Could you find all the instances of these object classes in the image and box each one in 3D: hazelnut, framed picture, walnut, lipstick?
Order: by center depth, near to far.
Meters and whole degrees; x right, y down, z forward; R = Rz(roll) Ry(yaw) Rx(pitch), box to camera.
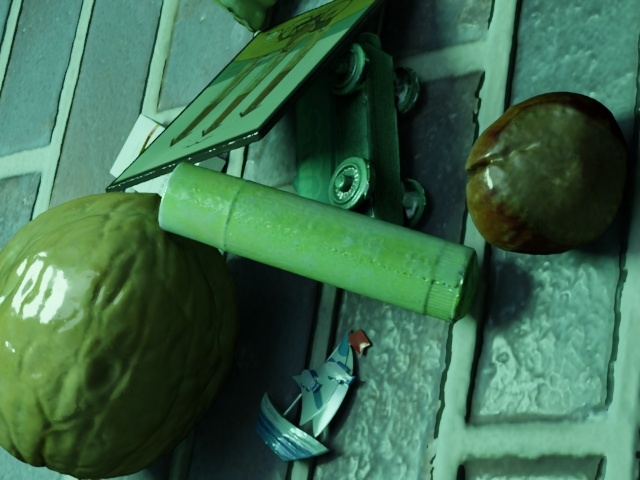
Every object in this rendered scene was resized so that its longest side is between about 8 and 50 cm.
[{"bbox_3d":[0.198,-0.057,1.290,0.143,0.143,0.154,28,84,48],"label":"hazelnut"},{"bbox_3d":[0.000,0.000,1.377,0.304,0.076,0.076,18,83,12],"label":"lipstick"},{"bbox_3d":[-0.219,0.093,1.510,0.252,0.277,0.313,35,109,27],"label":"walnut"},{"bbox_3d":[-0.062,-0.169,1.539,0.244,0.013,0.324,-16,26,44],"label":"framed picture"}]

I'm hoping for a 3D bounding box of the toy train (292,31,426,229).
[{"bbox_3d":[0.026,-0.085,1.494,0.159,0.101,0.248,-30,53,43],"label":"toy train"}]

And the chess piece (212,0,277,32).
[{"bbox_3d":[-0.052,-0.372,1.693,0.243,0.133,0.133,-52,43,3],"label":"chess piece"}]

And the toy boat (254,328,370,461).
[{"bbox_3d":[0.000,0.162,1.453,0.149,0.034,0.105,-33,47,13],"label":"toy boat"}]

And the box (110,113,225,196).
[{"bbox_3d":[-0.182,-0.086,1.734,0.154,0.040,0.084,31,97,48],"label":"box"}]
